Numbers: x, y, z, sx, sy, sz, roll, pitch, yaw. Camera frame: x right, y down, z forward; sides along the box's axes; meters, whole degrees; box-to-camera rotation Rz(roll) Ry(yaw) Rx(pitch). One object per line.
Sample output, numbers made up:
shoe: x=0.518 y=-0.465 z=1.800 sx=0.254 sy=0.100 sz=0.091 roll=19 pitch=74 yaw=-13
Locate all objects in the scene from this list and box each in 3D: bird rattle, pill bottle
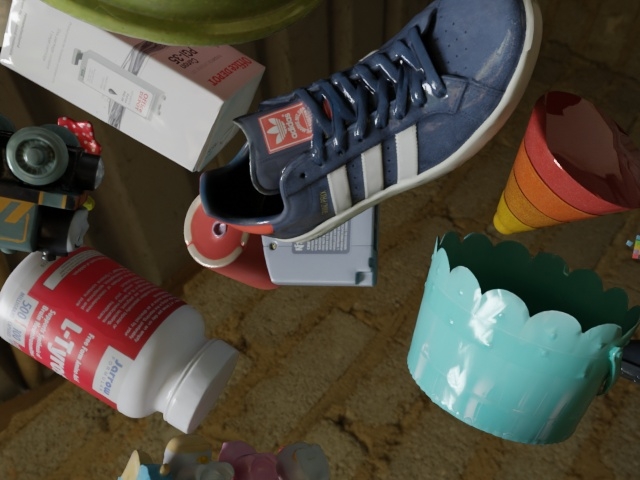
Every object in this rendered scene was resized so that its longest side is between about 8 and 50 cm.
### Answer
bird rattle: x=-0.605 y=-0.155 z=1.317 sx=0.206 sy=0.143 sz=0.254 roll=-1 pitch=-80 yaw=-29
pill bottle: x=-0.371 y=0.183 z=1.092 sx=0.229 sy=0.407 sz=0.229 roll=-60 pitch=-8 yaw=-14

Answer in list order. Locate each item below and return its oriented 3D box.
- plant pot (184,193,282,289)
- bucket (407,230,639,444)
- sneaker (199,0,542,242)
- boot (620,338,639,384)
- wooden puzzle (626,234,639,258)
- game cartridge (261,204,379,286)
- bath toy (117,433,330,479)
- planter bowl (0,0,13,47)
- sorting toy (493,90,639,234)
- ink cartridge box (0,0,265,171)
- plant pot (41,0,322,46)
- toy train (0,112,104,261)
plant pot: x=-0.187 y=-0.019 z=1.444 sx=0.275 sy=0.274 sz=0.243 roll=-63 pitch=-26 yaw=7
bucket: x=0.257 y=0.121 z=0.777 sx=0.281 sy=0.281 sz=0.183 roll=-13 pitch=-56 yaw=-55
sneaker: x=0.018 y=-0.099 z=0.505 sx=0.148 sy=0.131 sz=0.350 roll=5 pitch=-33 yaw=-43
boot: x=0.589 y=0.150 z=0.948 sx=0.094 sy=0.246 sz=0.207 roll=33 pitch=-100 yaw=-45
wooden puzzle: x=0.656 y=0.016 z=1.159 sx=0.006 sy=0.083 sz=0.050 roll=-39 pitch=-47 yaw=-53
game cartridge: x=-0.001 y=-0.074 z=0.961 sx=0.062 sy=0.197 sz=0.298 roll=26 pitch=-114 yaw=-67
bath toy: x=-0.141 y=0.388 z=0.941 sx=0.348 sy=0.152 sz=0.129 roll=13 pitch=-47 yaw=-41
planter bowl: x=-0.605 y=-0.436 z=1.109 sx=0.109 sy=0.162 sz=0.162 roll=-20 pitch=-41 yaw=-17
sorting toy: x=0.311 y=-0.021 z=0.562 sx=0.365 sy=0.127 sz=0.126 roll=12 pitch=-37 yaw=-23
ink cartridge box: x=-0.239 y=-0.241 z=0.795 sx=0.117 sy=0.282 sz=0.207 roll=-57 pitch=6 yaw=29
plant pot: x=-0.051 y=-0.274 z=0.245 sx=0.276 sy=0.276 sz=0.254 roll=-43 pitch=6 yaw=-29
toy train: x=-0.475 y=-0.082 z=0.787 sx=0.333 sy=0.142 sz=0.191 roll=11 pitch=-79 yaw=-16
